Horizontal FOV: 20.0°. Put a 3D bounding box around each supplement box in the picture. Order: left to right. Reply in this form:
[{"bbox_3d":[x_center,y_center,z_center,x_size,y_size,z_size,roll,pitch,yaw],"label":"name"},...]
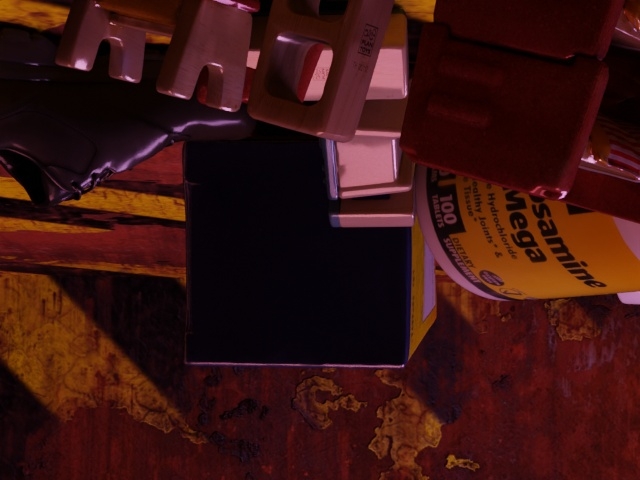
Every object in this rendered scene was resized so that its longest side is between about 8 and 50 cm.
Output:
[{"bbox_3d":[0.000,0.000,1.677,0.195,0.194,0.356,1,-177,8],"label":"supplement box"}]

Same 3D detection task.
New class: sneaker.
[{"bbox_3d":[-0.181,-0.088,1.426,0.286,0.130,0.109,3,172,-29],"label":"sneaker"}]

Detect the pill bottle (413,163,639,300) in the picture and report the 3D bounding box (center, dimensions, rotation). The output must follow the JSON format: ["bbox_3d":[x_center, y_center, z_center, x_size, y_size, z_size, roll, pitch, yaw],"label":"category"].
[{"bbox_3d":[0.241,-0.053,1.425,0.188,0.188,0.334,5,172,-35],"label":"pill bottle"}]

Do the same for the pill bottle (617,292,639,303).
[{"bbox_3d":[0.480,0.006,2.069,0.278,0.162,0.162,-2,173,22],"label":"pill bottle"}]

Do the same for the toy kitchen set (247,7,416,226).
[{"bbox_3d":[0.010,-0.124,1.388,0.122,0.166,0.207,0,137,5],"label":"toy kitchen set"}]

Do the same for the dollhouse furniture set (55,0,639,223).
[{"bbox_3d":[0.051,-0.129,1.126,0.374,0.152,0.201,17,-176,31],"label":"dollhouse furniture set"}]
